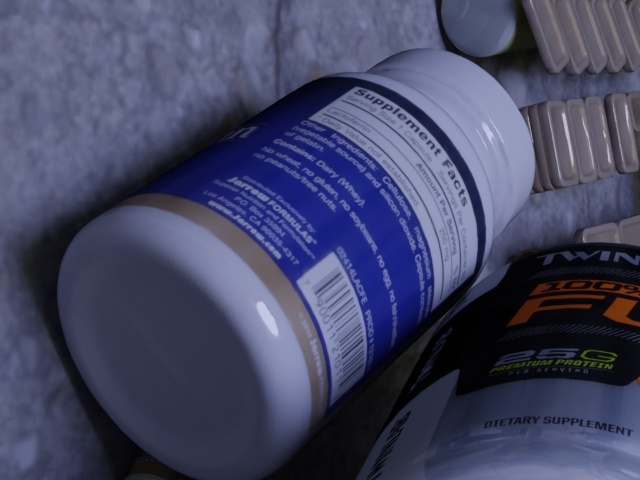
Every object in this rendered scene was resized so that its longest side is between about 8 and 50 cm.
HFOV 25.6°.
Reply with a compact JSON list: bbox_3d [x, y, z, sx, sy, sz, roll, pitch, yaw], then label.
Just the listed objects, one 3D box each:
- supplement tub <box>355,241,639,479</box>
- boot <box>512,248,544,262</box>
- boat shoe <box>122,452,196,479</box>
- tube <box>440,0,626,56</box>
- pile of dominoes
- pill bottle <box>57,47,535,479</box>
[{"bbox_3d":[0.127,0.124,0.669,0.338,0.207,0.207,-49,125,-68],"label":"supplement tub"},{"bbox_3d":[0.271,0.108,0.979,0.211,0.295,0.104,1,126,-36],"label":"boot"},{"bbox_3d":[-0.038,0.181,0.773,0.190,0.068,0.072,59,37,-26],"label":"boat shoe"},{"bbox_3d":[0.178,-0.182,1.045,0.240,0.062,0.070,-19,129,-50],"label":"tube"},{"bbox_3d":[0.208,-0.084,1.029,0.251,0.040,0.196,-11,90,-54],"label":"pile of dominoes"},{"bbox_3d":[0.000,0.000,0.761,0.265,0.153,0.153,-37,114,-43],"label":"pill bottle"}]
